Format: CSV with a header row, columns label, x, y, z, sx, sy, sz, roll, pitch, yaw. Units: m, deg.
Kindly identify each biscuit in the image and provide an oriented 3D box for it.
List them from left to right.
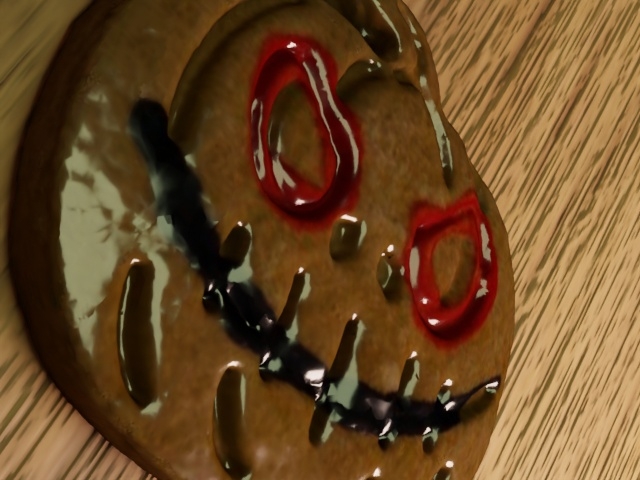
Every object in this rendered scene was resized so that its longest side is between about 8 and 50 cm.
label,x,y,z,sx,sy,sz,roll,pitch,yaw
biscuit,0.001,0.000,0.759,0.367,0.063,0.314,38,63,-40
